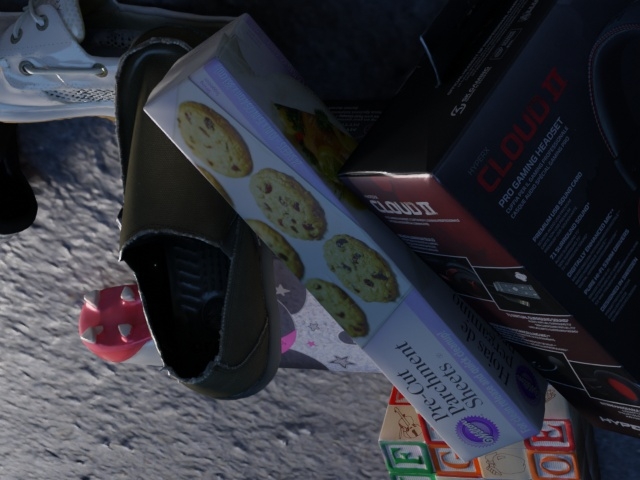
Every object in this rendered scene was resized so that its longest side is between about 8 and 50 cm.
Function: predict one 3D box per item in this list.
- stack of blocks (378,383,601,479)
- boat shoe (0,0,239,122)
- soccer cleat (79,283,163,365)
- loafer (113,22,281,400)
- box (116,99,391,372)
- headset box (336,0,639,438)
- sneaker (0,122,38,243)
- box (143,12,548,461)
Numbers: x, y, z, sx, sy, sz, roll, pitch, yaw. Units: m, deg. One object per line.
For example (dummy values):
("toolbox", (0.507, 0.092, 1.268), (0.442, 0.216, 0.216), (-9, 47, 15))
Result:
("stack of blocks", (0.144, 0.160, 1.024), (0.171, 0.087, 0.297), (-1, 133, 19))
("boat shoe", (-0.173, -0.143, 0.834), (0.277, 0.098, 0.096), (5, 134, 1))
("soccer cleat", (-0.094, 0.073, 1.038), (0.248, 0.083, 0.095), (-5, 160, 16))
("loafer", (-0.080, -0.019, 0.749), (0.094, 0.087, 0.251), (-14, 88, 16))
("box", (0.000, 0.000, 0.877), (0.247, 0.142, 0.163), (2, 133, 17))
("headset box", (0.168, -0.046, 0.710), (0.293, 0.218, 0.110), (44, 163, -23))
("sneaker", (-0.339, -0.095, 0.923), (0.182, 0.127, 0.315), (-23, 129, 30))
("box", (0.026, 0.006, 0.735), (0.067, 0.063, 0.324), (-27, 114, 33))
